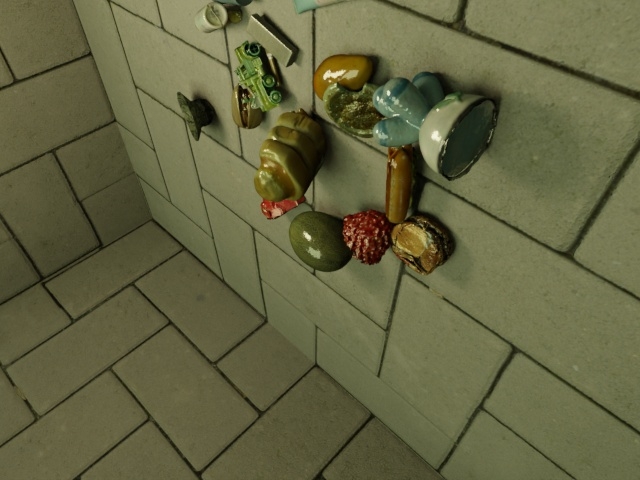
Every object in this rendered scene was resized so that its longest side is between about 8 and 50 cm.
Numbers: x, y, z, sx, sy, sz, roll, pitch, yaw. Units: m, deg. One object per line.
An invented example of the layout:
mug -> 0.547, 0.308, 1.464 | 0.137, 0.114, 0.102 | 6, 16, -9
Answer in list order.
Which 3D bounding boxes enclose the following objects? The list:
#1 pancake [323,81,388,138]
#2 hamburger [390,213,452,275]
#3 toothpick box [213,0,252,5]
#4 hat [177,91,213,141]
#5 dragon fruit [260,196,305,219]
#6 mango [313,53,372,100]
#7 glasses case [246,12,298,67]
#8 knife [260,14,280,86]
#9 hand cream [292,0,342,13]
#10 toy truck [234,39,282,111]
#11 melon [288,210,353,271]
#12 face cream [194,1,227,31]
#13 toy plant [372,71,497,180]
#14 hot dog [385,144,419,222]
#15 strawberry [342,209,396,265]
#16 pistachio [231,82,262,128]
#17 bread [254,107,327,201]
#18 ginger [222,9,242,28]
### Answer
pancake -> 0.127, -0.410, 1.543 | 0.254, 0.037, 0.253 | 15, 155, 7
hamburger -> 0.357, 0.009, 1.726 | 0.231, 0.107, 0.231 | 37, 145, 32
toothpick box -> -0.314, -0.880, 1.702 | 0.153, 0.101, 0.101 | 26, 142, 37
hat -> -0.596, -0.620, 2.379 | 0.265, 0.128, 0.265 | 51, 155, 35
dragon fruit -> -0.201, -0.192, 2.289 | 0.262, 0.163, 0.189 | -11, 86, 59
mango -> 0.067, -0.522, 1.538 | 0.253, 0.113, 0.138 | -7, 103, 53
glasses case -> -0.170, -0.709, 1.722 | 0.205, 0.047, 0.071 | 44, 139, 6
knife -> -0.181, -0.696, 1.798 | 0.046, 0.022, 0.256 | 14, 130, 43
hand cream -> 0.000, -0.743, 1.459 | 0.312, 0.070, 0.111 | 30, 147, 49
toy truck -> -0.257, -0.616, 1.849 | 0.259, 0.135, 0.128 | 69, 168, -19
melon -> 0.000, 0.000, 2.098 | 0.302, 0.237, 0.237 | 38, 148, 25
face cream -> -0.432, -0.848, 1.869 | 0.311, 0.092, 0.092 | 37, 153, 60
toy plant -> 0.279, -0.337, 1.333 | 0.332, 0.247, 0.247 | 39, 149, 31
hot dog -> 0.266, -0.194, 1.603 | 0.100, 0.135, 0.337 | 3, 141, 7
strawberry -> 0.204, -0.038, 1.867 | 0.178, 0.234, 0.234 | -35, 93, 31
pistachio -> -0.310, -0.562, 2.048 | 0.130, 0.131, 0.206 | 1, 134, -2
bread -> -0.108, -0.294, 1.836 | 0.210, 0.341, 0.300 | 21, 141, 9
ginger -> -0.348, -0.847, 1.850 | 0.057, 0.044, 0.137 | 38, 165, -37
